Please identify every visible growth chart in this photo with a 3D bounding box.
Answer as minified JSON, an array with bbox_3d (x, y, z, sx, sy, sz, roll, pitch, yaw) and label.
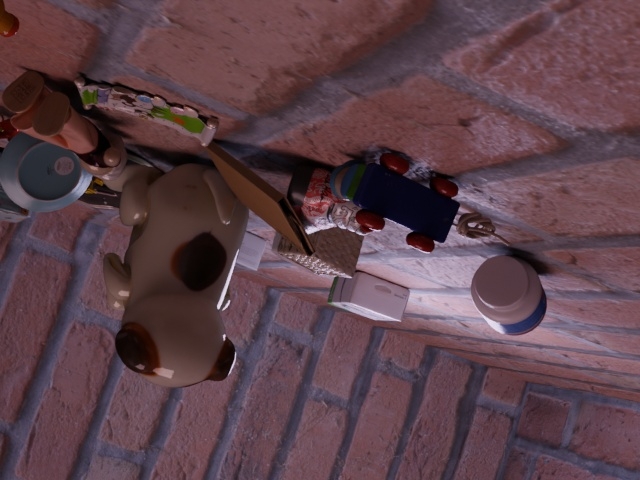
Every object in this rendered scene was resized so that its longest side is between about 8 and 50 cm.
[{"bbox_3d":[-0.269,-0.201,1.557,0.237,0.021,0.172,18,171,0],"label":"growth chart"}]

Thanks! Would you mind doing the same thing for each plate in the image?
[{"bbox_3d":[-0.532,-0.139,1.968,0.188,0.188,0.024,25,-170,-37],"label":"plate"}]

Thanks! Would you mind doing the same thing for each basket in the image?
[{"bbox_3d":[0.000,0.000,1.968,0.103,0.113,0.167,8,167,34],"label":"basket"}]

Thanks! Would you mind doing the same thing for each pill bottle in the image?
[{"bbox_3d":[0.336,0.096,1.799,0.124,0.124,0.221,16,172,19],"label":"pill bottle"}]

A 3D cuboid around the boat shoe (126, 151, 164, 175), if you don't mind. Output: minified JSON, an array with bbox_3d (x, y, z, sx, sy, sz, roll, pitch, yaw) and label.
[{"bbox_3d":[-0.384,-0.129,2.087,0.080,0.073,0.223,15,171,22],"label":"boat shoe"}]

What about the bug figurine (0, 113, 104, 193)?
[{"bbox_3d":[-0.549,-0.187,2.085,0.216,0.072,0.279,2,158,43],"label":"bug figurine"}]

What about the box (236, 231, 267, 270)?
[{"bbox_3d":[-0.217,0.019,2.641,0.101,0.087,0.102,25,171,-35],"label":"box"}]

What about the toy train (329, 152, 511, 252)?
[{"bbox_3d":[0.138,-0.044,1.443,0.248,0.105,0.143,23,-179,-26],"label":"toy train"}]

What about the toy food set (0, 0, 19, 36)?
[{"bbox_3d":[-0.415,-0.282,1.023,0.232,0.111,0.104,13,170,19],"label":"toy food set"}]

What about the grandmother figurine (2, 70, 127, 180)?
[{"bbox_3d":[-0.426,-0.183,1.739,0.208,0.104,0.342,47,178,17],"label":"grandmother figurine"}]

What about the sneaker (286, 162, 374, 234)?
[{"bbox_3d":[0.030,-0.046,1.668,0.145,0.090,0.270,20,169,8],"label":"sneaker"}]

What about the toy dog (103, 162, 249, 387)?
[{"bbox_3d":[-0.255,0.077,1.920,0.285,0.407,0.395,15,167,-40],"label":"toy dog"}]

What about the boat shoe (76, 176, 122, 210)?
[{"bbox_3d":[-0.459,-0.119,2.341,0.335,0.095,0.112,18,-152,28],"label":"boat shoe"}]

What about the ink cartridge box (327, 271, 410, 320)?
[{"bbox_3d":[0.129,0.153,2.737,0.160,0.092,0.219,20,172,-12],"label":"ink cartridge box"}]

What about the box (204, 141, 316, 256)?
[{"bbox_3d":[-0.100,-0.070,1.657,0.201,0.021,0.164,39,167,36],"label":"box"}]

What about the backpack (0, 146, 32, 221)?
[{"bbox_3d":[-0.654,-0.118,2.036,0.188,0.144,0.166,27,165,-25],"label":"backpack"}]
